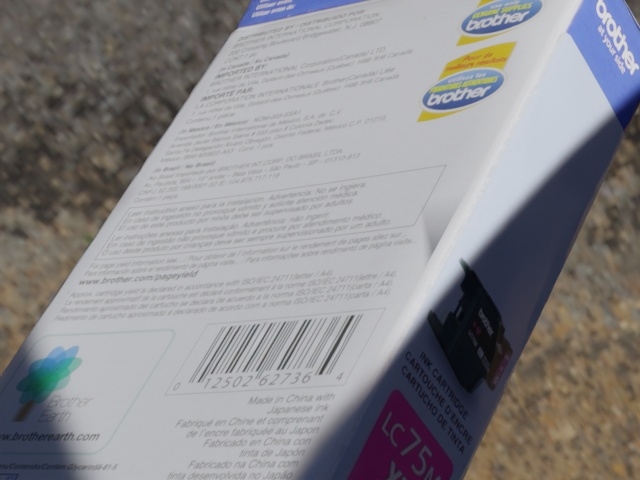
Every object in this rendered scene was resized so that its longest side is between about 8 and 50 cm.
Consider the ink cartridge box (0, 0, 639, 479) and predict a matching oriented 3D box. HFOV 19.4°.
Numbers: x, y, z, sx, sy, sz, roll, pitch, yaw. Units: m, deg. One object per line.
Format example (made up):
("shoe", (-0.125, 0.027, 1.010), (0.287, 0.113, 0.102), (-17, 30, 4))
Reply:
("ink cartridge box", (0.000, 0.000, 0.664), (0.185, 0.065, 0.311), (-6, 45, 41))
